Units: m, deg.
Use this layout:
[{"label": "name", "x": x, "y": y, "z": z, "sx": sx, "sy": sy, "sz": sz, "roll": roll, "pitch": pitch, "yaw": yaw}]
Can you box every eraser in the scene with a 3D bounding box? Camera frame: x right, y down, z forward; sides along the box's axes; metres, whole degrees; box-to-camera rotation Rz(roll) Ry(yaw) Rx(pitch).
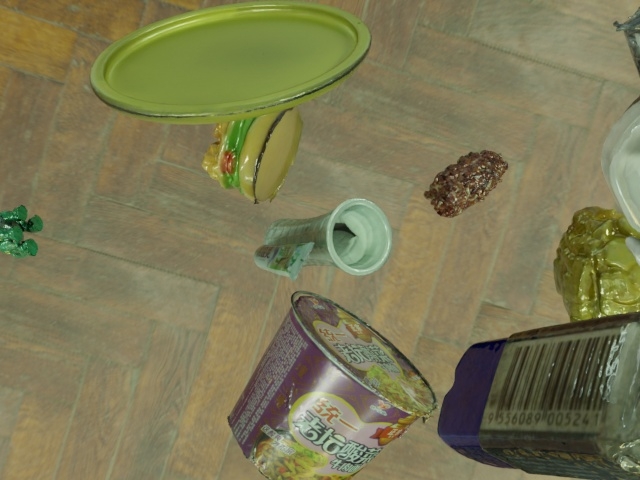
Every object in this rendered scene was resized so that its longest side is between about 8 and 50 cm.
[{"label": "eraser", "x": 0.257, "y": 0.174, "z": 0.809, "sx": 0.102, "sy": 0.332, "sz": 0.155, "roll": 30, "pitch": 68, "yaw": -13}]

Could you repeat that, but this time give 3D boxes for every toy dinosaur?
[{"label": "toy dinosaur", "x": -0.433, "y": -0.009, "z": 1.021, "sx": 0.096, "sy": 0.132, "sz": 0.059, "roll": -3, "pitch": 61, "yaw": 11}]

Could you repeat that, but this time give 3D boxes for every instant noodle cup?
[{"label": "instant noodle cup", "x": 0.009, "y": 0.298, "z": 1.381, "sx": 0.340, "sy": 0.340, "sz": 0.266, "roll": 36, "pitch": 100, "yaw": -5}]

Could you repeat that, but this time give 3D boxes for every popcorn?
[{"label": "popcorn", "x": 0.528, "y": 0.055, "z": 1.313, "sx": 0.225, "sy": 0.249, "sz": 0.249, "roll": 5, "pitch": 93, "yaw": 4}]

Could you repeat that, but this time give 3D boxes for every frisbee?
[{"label": "frisbee", "x": -0.074, "y": -0.153, "z": 0.626, "sx": 0.236, "sy": 0.236, "sz": 0.017, "roll": -10, "pitch": 125, "yaw": -3}]

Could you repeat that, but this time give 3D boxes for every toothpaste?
[{"label": "toothpaste", "x": -0.074, "y": 0.034, "z": 1.388, "sx": 0.048, "sy": 0.297, "sz": 0.074, "roll": 30, "pitch": 81, "yaw": -16}]

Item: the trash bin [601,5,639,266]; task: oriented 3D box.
[{"label": "trash bin", "x": 0.279, "y": 0.038, "z": 0.286, "sx": 0.256, "sy": 0.367, "sz": 0.296, "roll": -23, "pitch": 115, "yaw": 20}]

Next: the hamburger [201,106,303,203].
[{"label": "hamburger", "x": -0.142, "y": -0.199, "z": 1.524, "sx": 0.149, "sy": 0.237, "sz": 0.237, "roll": 23, "pitch": 92, "yaw": 14}]

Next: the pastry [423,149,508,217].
[{"label": "pastry", "x": 0.320, "y": -0.125, "z": 1.645, "sx": 0.115, "sy": 0.097, "sz": 0.208, "roll": 39, "pitch": 51, "yaw": 22}]

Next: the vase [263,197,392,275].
[{"label": "vase", "x": 0.000, "y": 0.000, "z": 1.480, "sx": 0.143, "sy": 0.299, "sz": 0.143, "roll": 1, "pitch": 87, "yaw": -29}]
